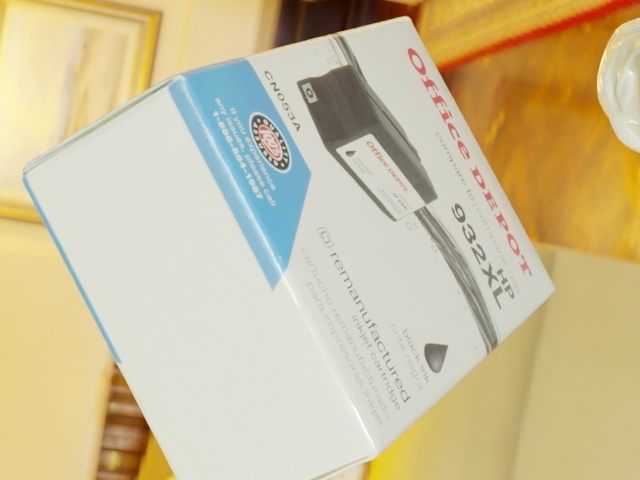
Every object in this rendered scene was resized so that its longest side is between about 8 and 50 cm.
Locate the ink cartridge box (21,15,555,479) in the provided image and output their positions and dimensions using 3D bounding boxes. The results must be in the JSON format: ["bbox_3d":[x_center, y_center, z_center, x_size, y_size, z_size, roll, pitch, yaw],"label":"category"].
[{"bbox_3d":[0.000,0.000,0.845,0.129,0.223,0.307,-28,0,30],"label":"ink cartridge box"}]

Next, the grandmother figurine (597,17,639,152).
[{"bbox_3d":[0.266,-0.077,0.769,0.104,0.208,0.342,-47,22,-4],"label":"grandmother figurine"}]
